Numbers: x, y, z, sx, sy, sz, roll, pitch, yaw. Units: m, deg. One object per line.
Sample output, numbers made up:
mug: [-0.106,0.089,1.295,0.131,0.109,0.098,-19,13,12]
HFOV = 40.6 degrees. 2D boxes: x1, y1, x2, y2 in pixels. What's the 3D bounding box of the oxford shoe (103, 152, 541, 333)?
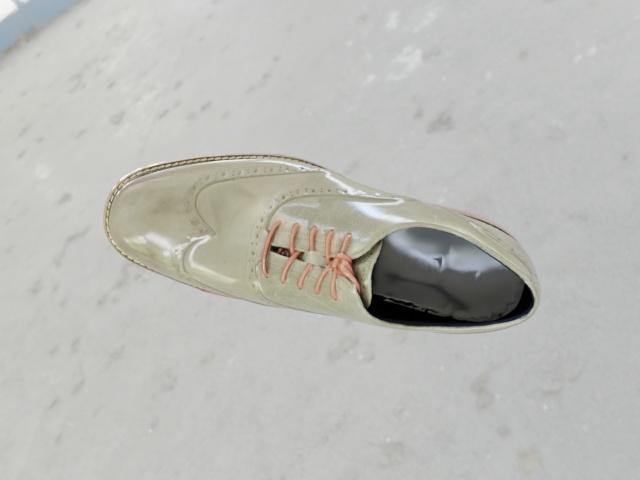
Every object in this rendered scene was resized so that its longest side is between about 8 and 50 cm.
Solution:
oxford shoe: [0.000,0.000,0.661,0.130,0.348,0.123,-91,8,-84]
